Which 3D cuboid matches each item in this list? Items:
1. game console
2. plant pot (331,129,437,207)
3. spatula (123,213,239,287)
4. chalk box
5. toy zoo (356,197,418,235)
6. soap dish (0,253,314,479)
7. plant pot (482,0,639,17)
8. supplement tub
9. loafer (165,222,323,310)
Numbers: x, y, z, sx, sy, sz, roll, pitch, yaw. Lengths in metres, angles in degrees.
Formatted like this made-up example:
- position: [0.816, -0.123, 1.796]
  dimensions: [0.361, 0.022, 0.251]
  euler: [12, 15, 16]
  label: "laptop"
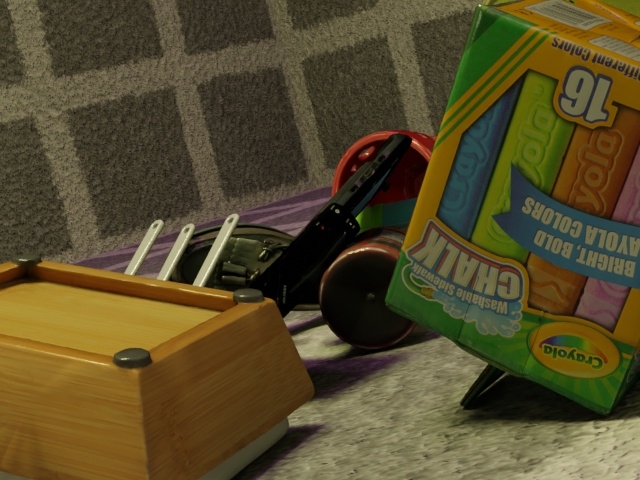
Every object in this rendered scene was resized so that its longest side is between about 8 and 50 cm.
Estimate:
- position: [0.000, 0.000, 1.130]
  dimensions: [0.361, 0.044, 0.213]
  euler: [-49, 3, -42]
  label: "game console"
- position: [0.140, -0.072, 1.705]
  dimensions: [0.191, 0.191, 0.174]
  euler: [-10, 2, 34]
  label: "plant pot"
- position: [-0.175, 0.069, 1.202]
  dimensions: [0.168, 0.019, 0.242]
  euler: [-5, 46, 39]
  label: "spatula"
- position: [0.176, -0.006, 0.805]
  dimensions: [0.179, 0.289, 0.180]
  euler: [26, 26, 23]
  label: "chalk box"
- position: [0.184, -0.009, 1.295]
  dimensions: [0.293, 0.030, 0.192]
  euler: [-10, -25, 31]
  label: "toy zoo"
- position: [-0.181, 0.097, 0.839]
  dimensions: [0.290, 0.118, 0.229]
  euler: [8, 15, 24]
  label: "soap dish"
- position: [0.433, -0.187, 1.572]
  dimensions: [0.352, 0.367, 0.366]
  euler: [6, 17, 37]
  label: "plant pot"
- position: [0.063, 0.042, 1.187]
  dimensions: [0.106, 0.106, 0.198]
  euler: [-12, 6, 11]
  label: "supplement tub"
- position: [-0.040, 0.038, 1.304]
  dimensions: [0.267, 0.096, 0.084]
  euler: [6, 10, -29]
  label: "loafer"
